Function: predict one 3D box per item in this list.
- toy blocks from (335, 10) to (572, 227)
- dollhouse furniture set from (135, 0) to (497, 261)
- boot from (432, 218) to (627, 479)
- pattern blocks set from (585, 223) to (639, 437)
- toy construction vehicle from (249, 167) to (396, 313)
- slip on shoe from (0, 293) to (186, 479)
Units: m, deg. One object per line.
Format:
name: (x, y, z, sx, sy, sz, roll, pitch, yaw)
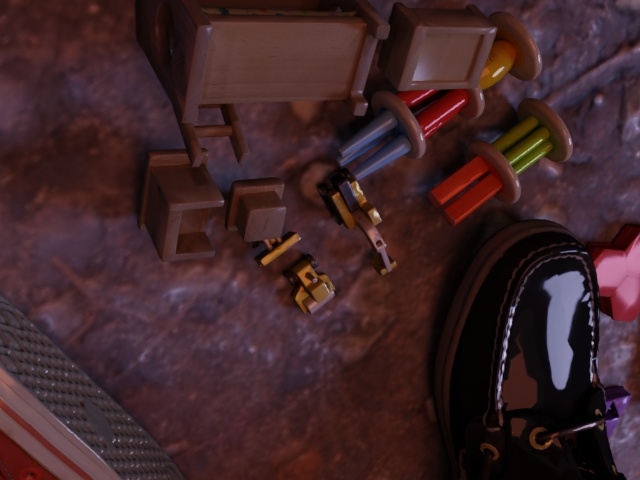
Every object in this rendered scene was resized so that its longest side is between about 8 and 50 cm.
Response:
toy blocks: (0.088, -0.063, 0.679, 0.148, 0.054, 0.123, -35, 119, -12)
dollhouse furniture set: (-0.017, -0.083, 0.614, 0.181, 0.101, 0.161, -5, 131, -26)
boot: (0.198, 0.198, 0.691, 0.138, 0.284, 0.378, -5, 110, -26)
pattern blocks set: (0.364, 0.073, 0.887, 0.324, 0.026, 0.286, -20, 116, -20)
toy construction vehicle: (0.000, 0.000, 0.667, 0.085, 0.035, 0.098, -34, 120, -13)
slip on shoe: (-0.145, 0.168, 0.611, 0.101, 0.123, 0.331, -35, 117, 3)
